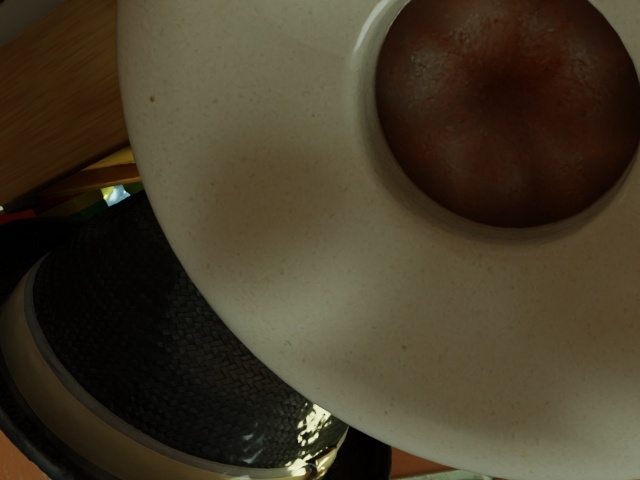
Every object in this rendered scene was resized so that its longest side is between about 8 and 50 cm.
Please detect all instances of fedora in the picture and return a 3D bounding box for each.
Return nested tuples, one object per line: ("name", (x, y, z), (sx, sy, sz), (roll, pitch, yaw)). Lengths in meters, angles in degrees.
("fedora", (-0.056, 0.038, 0.713), (0.152, 0.334, 0.334), (-55, 163, 21))

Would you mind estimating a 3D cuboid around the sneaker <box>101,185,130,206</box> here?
("sneaker", (-0.283, -0.034, 1.424), (0.126, 0.091, 0.240), (-17, 177, -27))

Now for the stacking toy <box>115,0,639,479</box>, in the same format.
("stacking toy", (0.147, -0.130, 0.620), (0.350, 0.351, 0.480), (-19, -166, 30))

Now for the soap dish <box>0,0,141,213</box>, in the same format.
("soap dish", (-0.084, -0.115, 0.723), (0.290, 0.118, 0.229), (-19, 178, 44))

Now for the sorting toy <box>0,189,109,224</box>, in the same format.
("sorting toy", (-0.344, 0.026, 1.169), (0.255, 0.089, 0.257), (-21, -170, 32))

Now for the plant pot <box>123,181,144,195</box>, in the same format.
("plant pot", (0.000, 0.000, 1.150), (0.366, 0.353, 0.366), (-18, 177, -1))

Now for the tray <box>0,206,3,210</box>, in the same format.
("tray", (-0.361, -0.044, 1.261), (0.270, 0.030, 0.145), (-20, 180, 37))
